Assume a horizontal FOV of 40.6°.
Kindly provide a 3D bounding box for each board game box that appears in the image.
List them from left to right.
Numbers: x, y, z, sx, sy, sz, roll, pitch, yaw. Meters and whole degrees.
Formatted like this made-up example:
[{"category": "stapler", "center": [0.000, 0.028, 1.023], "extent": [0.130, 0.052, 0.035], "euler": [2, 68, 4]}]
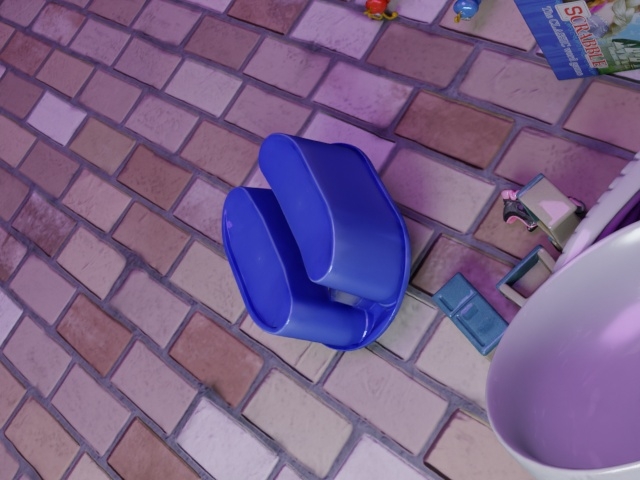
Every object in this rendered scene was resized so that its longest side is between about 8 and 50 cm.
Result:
[{"category": "board game box", "center": [0.407, -0.329, 1.077], "extent": [0.318, 0.319, 0.065], "euler": [-4, 65, 33]}]

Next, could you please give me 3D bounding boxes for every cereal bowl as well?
[{"category": "cereal bowl", "center": [0.333, 0.124, 0.819], "extent": [0.339, 0.141, 0.339], "euler": [-35, 20, 15]}]

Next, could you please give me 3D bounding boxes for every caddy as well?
[{"category": "caddy", "center": [0.000, 0.000, 1.267], "extent": [0.241, 0.179, 0.341], "euler": [-52, 45, 31]}]

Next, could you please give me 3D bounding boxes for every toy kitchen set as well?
[{"category": "toy kitchen set", "center": [0.231, 0.024, 1.101], "extent": [0.207, 0.166, 0.122], "euler": [-44, 50, 5]}]

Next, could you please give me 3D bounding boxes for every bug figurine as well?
[{"category": "bug figurine", "center": [0.198, -0.449, 1.441], "extent": [0.279, 0.072, 0.216], "euler": [18, 70, 43]}]

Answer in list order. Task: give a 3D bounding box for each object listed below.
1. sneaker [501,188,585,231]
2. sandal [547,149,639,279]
[{"category": "sneaker", "center": [0.301, -0.038, 1.176], "extent": [0.119, 0.047, 0.057], "euler": [8, 89, 38]}, {"category": "sandal", "center": [0.392, -0.014, 1.018], "extent": [0.102, 0.169, 0.416], "euler": [36, 87, 36]}]
